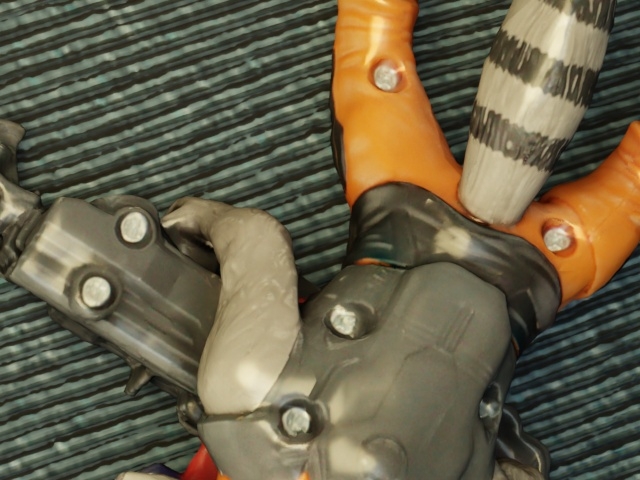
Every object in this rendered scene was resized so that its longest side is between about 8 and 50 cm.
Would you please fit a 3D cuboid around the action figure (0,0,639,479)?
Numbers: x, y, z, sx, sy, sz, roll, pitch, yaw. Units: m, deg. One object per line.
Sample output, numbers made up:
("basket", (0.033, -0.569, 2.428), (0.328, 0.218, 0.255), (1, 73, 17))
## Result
("action figure", (0.000, 0.000, 0.734), (0.341, 0.178, 0.330), (26, 81, -11))
